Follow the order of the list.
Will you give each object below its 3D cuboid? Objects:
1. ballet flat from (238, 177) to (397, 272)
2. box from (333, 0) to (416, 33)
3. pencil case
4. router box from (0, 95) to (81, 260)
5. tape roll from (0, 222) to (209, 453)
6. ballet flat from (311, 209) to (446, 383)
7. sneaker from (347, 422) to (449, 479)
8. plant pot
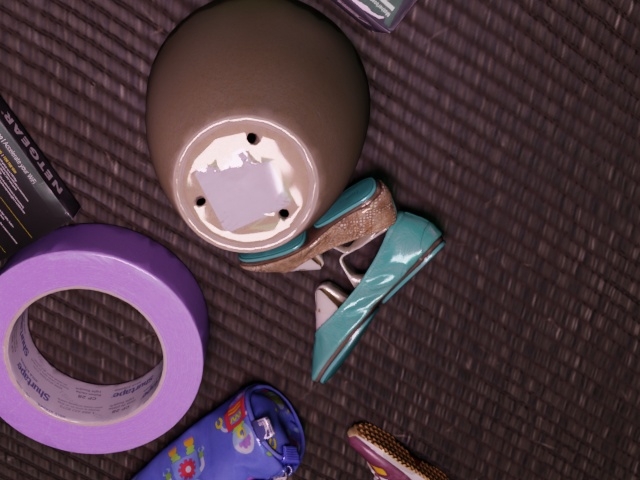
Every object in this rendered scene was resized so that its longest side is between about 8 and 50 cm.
[{"bbox_3d":[0.000,0.000,1.021,0.206,0.073,0.067,-25,123,25],"label":"ballet flat"},{"bbox_3d":[0.008,-0.437,0.806,0.395,0.097,0.318,36,95,-15],"label":"box"},{"bbox_3d":[-0.152,0.314,1.129,0.306,0.133,0.119,-40,141,15],"label":"pencil case"},{"bbox_3d":[-0.384,-0.071,1.003,0.133,0.046,0.179,-28,111,9],"label":"router box"},{"bbox_3d":[-0.276,0.121,1.065,0.274,0.090,0.275,-1,112,-1],"label":"tape roll"},{"bbox_3d":[0.047,0.061,1.063,0.087,0.083,0.247,41,107,9],"label":"ballet flat"},{"bbox_3d":[0.095,0.320,1.169,0.185,0.069,0.084,38,102,-15],"label":"sneaker"},{"bbox_3d":[-0.067,-0.098,0.878,0.256,0.274,0.256,-1,114,-2],"label":"plant pot"}]
